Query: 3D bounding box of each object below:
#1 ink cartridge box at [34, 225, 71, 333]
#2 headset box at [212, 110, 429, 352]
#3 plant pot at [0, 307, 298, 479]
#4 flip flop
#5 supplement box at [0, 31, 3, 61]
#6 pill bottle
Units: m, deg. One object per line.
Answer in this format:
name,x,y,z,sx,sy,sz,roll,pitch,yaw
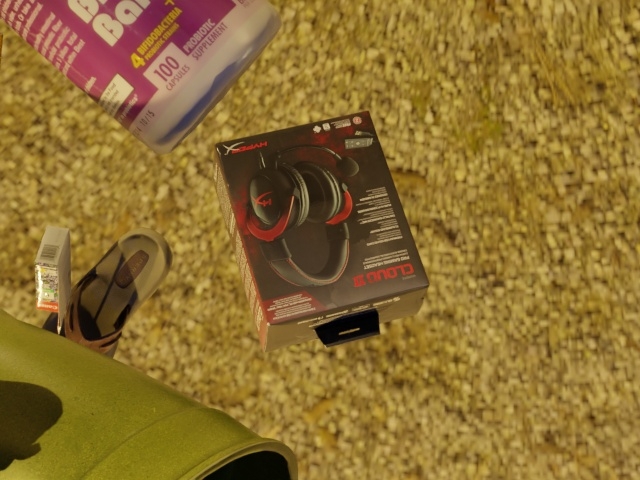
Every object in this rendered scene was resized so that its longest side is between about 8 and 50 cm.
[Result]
ink cartridge box,-0.308,0.046,1.527,0.029,0.063,0.115,9,132,-1
headset box,0.000,0.000,1.718,0.218,0.293,0.110,-13,158,-11
plant pot,-0.271,0.239,1.243,0.353,0.366,0.367,35,120,23
flip flop,-0.306,0.103,1.835,0.112,0.080,0.277,38,100,-5
supplement box,-0.543,-0.107,1.674,0.195,0.357,0.194,18,149,-37
pill bottle,-0.194,-0.231,1.148,0.301,0.169,0.169,41,115,-6
